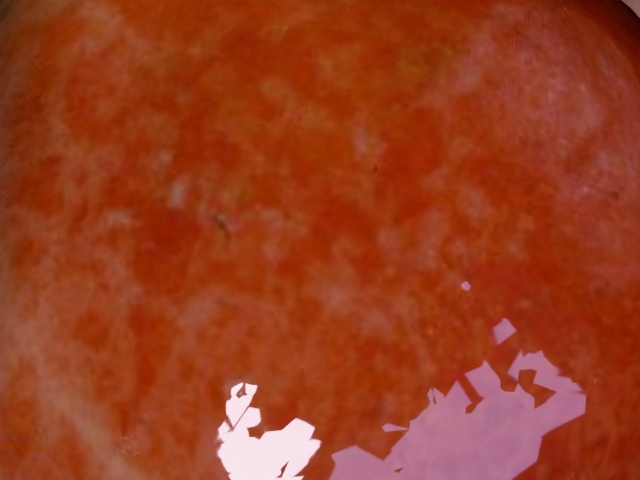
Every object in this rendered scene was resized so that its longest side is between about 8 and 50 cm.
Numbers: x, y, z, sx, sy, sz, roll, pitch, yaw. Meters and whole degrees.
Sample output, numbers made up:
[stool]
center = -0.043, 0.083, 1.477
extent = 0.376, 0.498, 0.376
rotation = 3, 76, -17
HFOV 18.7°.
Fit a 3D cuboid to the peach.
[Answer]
[peach]
center = 0.000, 0.000, 0.531
extent = 0.232, 0.232, 0.256
rotation = 26, 64, -37
